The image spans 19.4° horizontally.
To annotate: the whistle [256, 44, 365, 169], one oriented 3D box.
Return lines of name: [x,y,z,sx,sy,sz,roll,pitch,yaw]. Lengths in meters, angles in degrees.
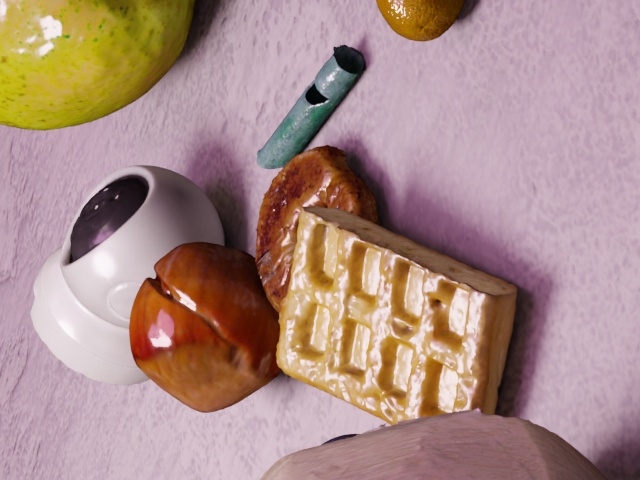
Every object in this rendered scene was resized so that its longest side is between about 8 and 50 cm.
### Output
whistle: [-0.012,-0.133,1.943,0.186,0.039,0.039,-50,47,46]

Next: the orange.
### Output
orange: [0.091,-0.233,1.732,0.085,0.085,0.095,-47,42,48]

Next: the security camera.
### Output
security camera: [-0.205,0.027,2.119,0.236,0.195,0.194,-53,45,38]

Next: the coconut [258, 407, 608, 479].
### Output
coconut: [0.103,0.296,1.427,0.346,0.360,0.346,-15,-90,-84]

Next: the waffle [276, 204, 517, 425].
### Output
waffle: [0.067,0.081,1.721,0.274,0.057,0.168,23,112,45]

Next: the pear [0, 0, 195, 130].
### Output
pear: [-0.307,-0.317,2.158,0.391,0.391,0.391,-7,81,59]

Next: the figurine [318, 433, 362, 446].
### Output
figurine: [0.050,0.287,1.715,0.145,0.145,0.222,-30,64,55]

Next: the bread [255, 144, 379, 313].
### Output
bread: [0.000,0.000,1.893,0.193,0.064,0.193,-15,72,53]

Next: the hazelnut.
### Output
hazelnut: [-0.110,0.091,1.974,0.182,0.182,0.182,-7,81,59]
